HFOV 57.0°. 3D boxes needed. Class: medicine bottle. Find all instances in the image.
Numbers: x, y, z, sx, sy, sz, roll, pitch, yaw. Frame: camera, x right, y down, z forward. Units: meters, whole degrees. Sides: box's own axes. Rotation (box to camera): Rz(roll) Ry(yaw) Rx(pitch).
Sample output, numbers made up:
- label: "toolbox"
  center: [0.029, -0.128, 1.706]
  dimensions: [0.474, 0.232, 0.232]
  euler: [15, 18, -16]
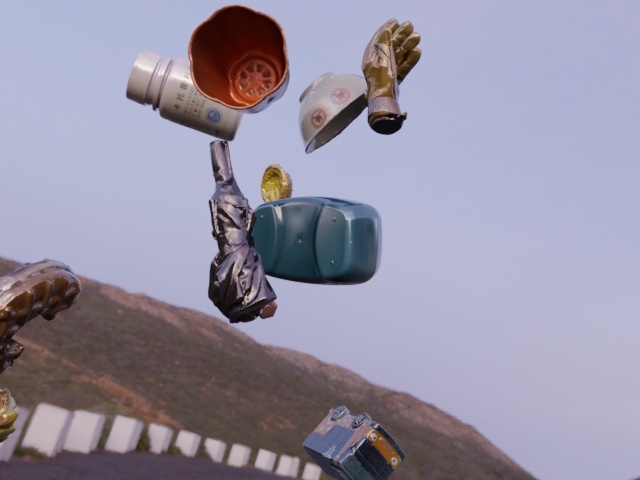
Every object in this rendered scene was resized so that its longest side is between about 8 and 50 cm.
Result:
- label: "medicine bottle"
  center: [-0.338, -0.380, 1.532]
  dimensions: [0.293, 0.170, 0.170]
  euler: [20, -20, -10]

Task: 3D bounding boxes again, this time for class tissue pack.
- label: "tissue pack"
  center: [0.000, 0.000, 1.326]
  dimensions: [0.288, 0.198, 0.206]
  euler: [1, 0, 31]

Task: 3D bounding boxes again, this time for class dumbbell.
- label: "dumbbell"
  center: [-0.241, 0.229, 2.296]
  dimensions: [0.092, 0.082, 0.231]
  euler: [53, -9, -27]

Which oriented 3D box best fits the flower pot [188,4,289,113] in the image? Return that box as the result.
- label: "flower pot"
  center: [-0.140, -0.331, 1.131]
  dimensions: [0.191, 0.190, 0.173]
  euler: [17, 4, 4]

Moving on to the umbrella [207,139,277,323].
- label: "umbrella"
  center: [-0.158, -0.022, 1.039]
  dimensions: [0.118, 0.340, 0.118]
  euler: [-11, -15, -3]

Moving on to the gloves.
- label: "gloves"
  center: [0.187, -0.465, 1.650]
  dimensions: [0.154, 0.331, 0.141]
  euler: [14, -15, -32]

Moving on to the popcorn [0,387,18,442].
- label: "popcorn"
  center: [-0.949, 0.480, 1.581]
  dimensions: [0.252, 0.215, 0.286]
  euler: [-16, -4, 8]

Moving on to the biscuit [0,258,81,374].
- label: "biscuit"
  center: [-0.766, 0.195, 1.447]
  dimensions: [0.115, 0.366, 0.268]
  euler: [38, -13, 9]

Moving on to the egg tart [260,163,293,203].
- label: "egg tart"
  center: [-0.164, -0.206, 2.292]
  dimensions: [0.074, 0.191, 0.191]
  euler: [5, -10, -35]

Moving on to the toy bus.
- label: "toy bus"
  center: [0.095, 0.643, 1.814]
  dimensions: [0.162, 0.194, 0.323]
  euler: [51, -23, -9]

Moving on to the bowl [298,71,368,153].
- label: "bowl"
  center: [0.032, -0.459, 1.975]
  dimensions: [0.157, 0.337, 0.337]
  euler: [50, -23, 1]
